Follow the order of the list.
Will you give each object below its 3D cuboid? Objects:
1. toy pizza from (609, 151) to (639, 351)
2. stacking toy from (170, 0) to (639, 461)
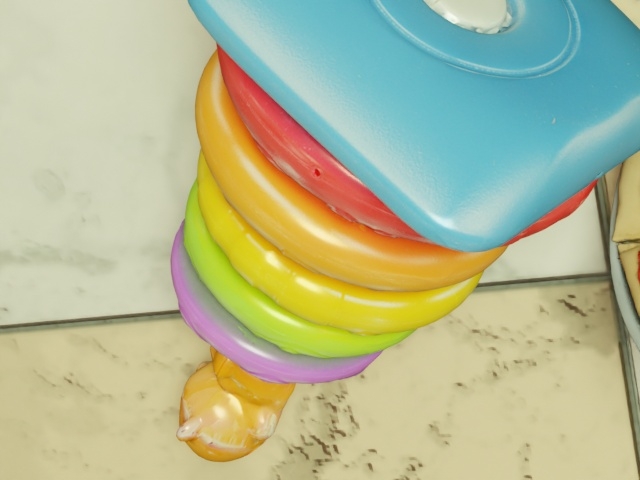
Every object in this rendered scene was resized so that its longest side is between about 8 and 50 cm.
[{"bbox_3d":[0.187,-0.026,0.640,0.201,0.201,0.032,-39,135,26],"label":"toy pizza"},{"bbox_3d":[0.000,0.000,0.732,0.166,0.175,0.302,45,136,15],"label":"stacking toy"}]
